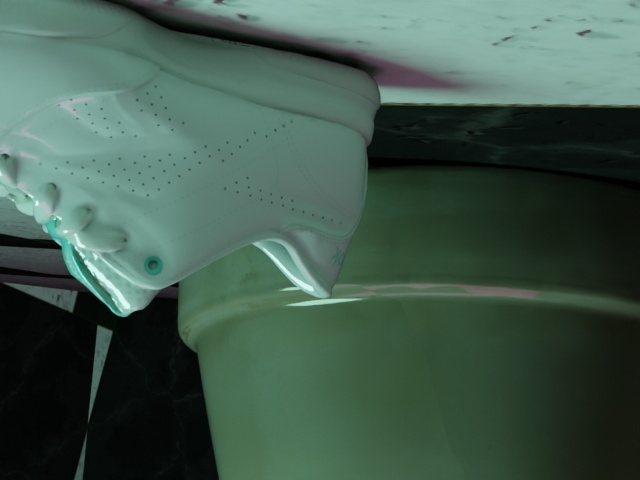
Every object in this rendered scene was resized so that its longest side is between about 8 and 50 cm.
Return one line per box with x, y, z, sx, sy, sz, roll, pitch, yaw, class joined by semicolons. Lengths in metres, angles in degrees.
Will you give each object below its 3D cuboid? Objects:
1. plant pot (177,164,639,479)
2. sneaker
0.067;0.139;0.803;0.323;0.280;0.323;3;165;1;plant pot
-0.075;-0.024;0.443;0.212;0.094;0.080;8;176;-28;sneaker
